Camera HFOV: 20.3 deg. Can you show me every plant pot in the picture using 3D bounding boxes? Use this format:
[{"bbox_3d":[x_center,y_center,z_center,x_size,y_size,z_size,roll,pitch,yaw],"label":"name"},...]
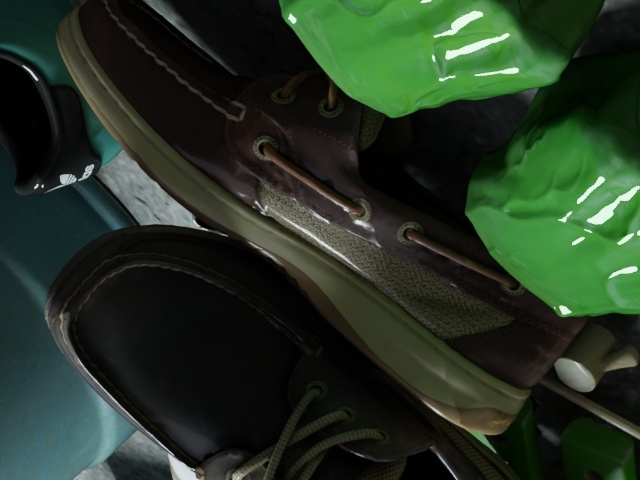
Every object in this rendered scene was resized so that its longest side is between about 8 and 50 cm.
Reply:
[{"bbox_3d":[-0.324,0.117,1.299,0.341,0.334,0.341,27,145,21],"label":"plant pot"}]

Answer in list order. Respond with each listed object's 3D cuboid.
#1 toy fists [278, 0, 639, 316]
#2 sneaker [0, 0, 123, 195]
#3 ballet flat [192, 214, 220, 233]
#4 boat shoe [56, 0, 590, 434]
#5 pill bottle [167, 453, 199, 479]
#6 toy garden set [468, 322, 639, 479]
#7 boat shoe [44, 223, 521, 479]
[{"bbox_3d":[0.108,-0.074,0.866,0.279,0.096,0.142,48,156,-14],"label":"toy fists"},{"bbox_3d":[-0.221,-0.160,1.064,0.302,0.121,0.108,51,145,-14],"label":"sneaker"},{"bbox_3d":[0.000,0.000,1.095,0.173,0.049,0.057,18,140,29],"label":"ballet flat"},{"bbox_3d":[0.006,-0.044,1.001,0.342,0.123,0.123,42,106,11],"label":"boat shoe"},{"bbox_3d":[-0.023,0.153,1.204,0.153,0.153,0.264,22,142,26],"label":"pill bottle"},{"bbox_3d":[0.199,0.119,1.042,0.244,0.049,0.204,19,143,31],"label":"toy garden set"},{"bbox_3d":[0.007,0.114,1.008,0.355,0.132,0.130,34,-176,-21],"label":"boat shoe"}]
